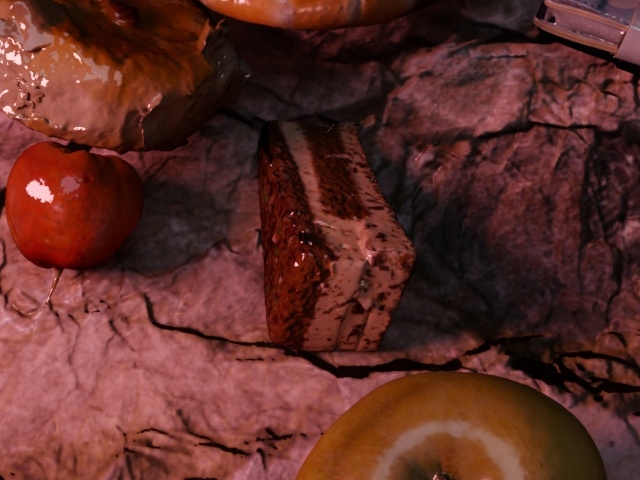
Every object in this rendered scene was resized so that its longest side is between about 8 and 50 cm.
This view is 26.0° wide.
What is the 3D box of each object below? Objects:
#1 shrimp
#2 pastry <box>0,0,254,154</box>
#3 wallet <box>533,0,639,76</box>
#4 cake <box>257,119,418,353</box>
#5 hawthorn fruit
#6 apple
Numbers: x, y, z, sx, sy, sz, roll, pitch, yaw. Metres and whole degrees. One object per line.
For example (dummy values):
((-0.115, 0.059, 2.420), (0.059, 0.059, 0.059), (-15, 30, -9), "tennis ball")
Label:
((0.047, -0.306, 1.412), (0.445, 0.085, 0.272), (-17, 43, -29), "shrimp")
((-0.199, -0.182, 1.283), (0.235, 0.121, 0.257), (31, 35, 11), "pastry")
((0.360, -0.240, 1.428), (0.250, 0.075, 0.176), (23, 56, 7), "wallet")
((-0.003, -0.002, 1.285), (0.112, 0.135, 0.246), (3, 31, -16), "cake")
((-0.219, -0.026, 1.242), (0.125, 0.125, 0.140), (-21, 106, -15), "hawthorn fruit")
((0.104, 0.219, 1.085), (0.260, 0.194, 0.261), (0, 67, 1), "apple")
